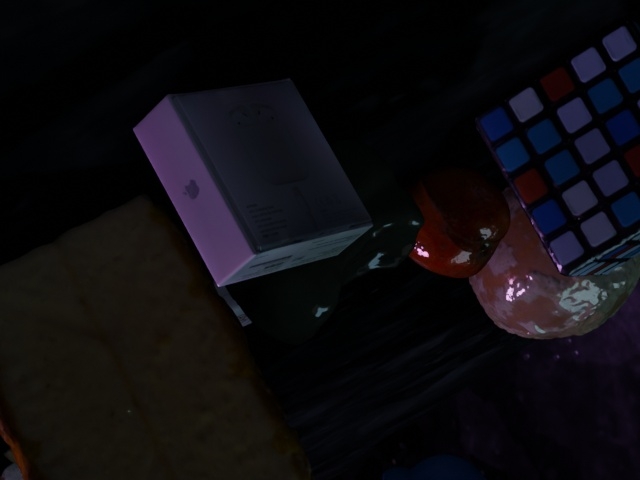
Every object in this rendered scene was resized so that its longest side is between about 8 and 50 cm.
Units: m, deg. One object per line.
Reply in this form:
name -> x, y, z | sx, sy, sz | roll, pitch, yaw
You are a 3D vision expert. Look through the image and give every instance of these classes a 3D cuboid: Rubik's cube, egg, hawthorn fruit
Rubik's cube -> 0.288, -0.084, 1.609 | 0.182, 0.187, 0.184 | -33, 165, 17
egg -> 0.288, 0.010, 1.964 | 0.245, 0.203, 0.203 | -47, 160, 27
hawthorn fruit -> 0.138, -0.021, 1.697 | 0.128, 0.128, 0.128 | -27, 168, -7

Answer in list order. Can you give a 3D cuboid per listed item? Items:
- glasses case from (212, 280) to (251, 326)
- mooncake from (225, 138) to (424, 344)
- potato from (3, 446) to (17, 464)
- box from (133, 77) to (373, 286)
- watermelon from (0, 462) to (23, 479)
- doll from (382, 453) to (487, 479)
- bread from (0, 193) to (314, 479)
glasses case -> -0.105, 0.069, 1.669 | 0.193, 0.049, 0.074 | -16, 162, -42
mooncake -> 0.000, 0.000, 1.356 | 0.168, 0.175, 0.104 | 22, 150, -16
potato -> -0.323, 0.243, 1.918 | 0.093, 0.036, 0.037 | -25, 170, -12
box -> -0.045, -0.045, 1.157 | 0.130, 0.129, 0.051 | -14, 159, -50
watermelon -> -0.328, 0.359, 2.149 | 0.292, 0.319, 0.222 | -26, -156, 19
doll -> 0.001, 0.296, 1.300 | 0.363, 0.145, 0.199 | -30, 142, -18
bread -> -0.150, 0.144, 1.348 | 0.207, 0.279, 0.279 | -28, 165, -8
